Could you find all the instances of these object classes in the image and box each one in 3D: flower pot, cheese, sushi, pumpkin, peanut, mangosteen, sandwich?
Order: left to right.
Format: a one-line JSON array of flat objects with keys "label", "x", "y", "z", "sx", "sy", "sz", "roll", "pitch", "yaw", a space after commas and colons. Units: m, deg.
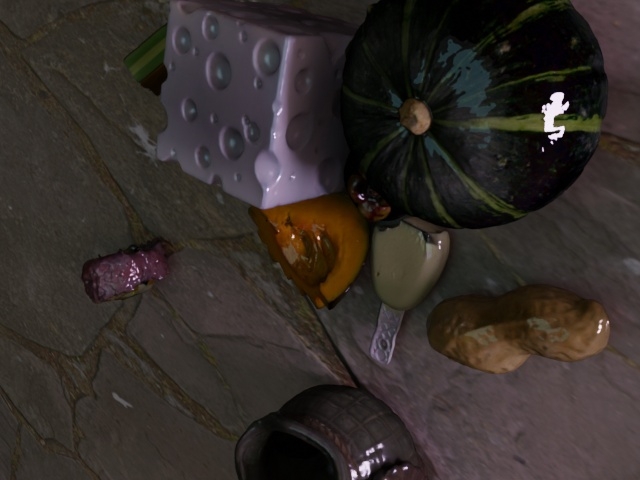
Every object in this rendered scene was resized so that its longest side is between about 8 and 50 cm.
[{"label": "sushi", "x": -0.426, "y": 0.072, "z": 1.584, "sx": 0.241, "sy": 0.161, "sz": 0.107, "roll": -11, "pitch": 95, "yaw": 42}, {"label": "sandwich", "x": -0.305, "y": -0.347, "z": 1.471, "sx": 0.116, "sy": 0.074, "sz": 0.074, "roll": -38, "pitch": 72, "yaw": 8}, {"label": "pumpkin", "x": 0.000, "y": 0.000, "z": 1.243, "sx": 0.254, "sy": 0.149, "sz": 0.130, "roll": 49, "pitch": 168, "yaw": 28}, {"label": "flower pot", "x": 0.022, "y": 0.388, "z": 1.228, "sx": 0.302, "sy": 0.213, "sz": 0.302, "roll": 12, "pitch": 109, "yaw": 40}, {"label": "mangosteen", "x": 0.088, "y": -0.087, "z": 1.094, "sx": 0.140, "sy": 0.140, "sz": 0.140, "roll": 13, "pitch": 109, "yaw": 40}, {"label": "cheese", "x": 0.114, "y": 0.078, "z": 1.172, "sx": 0.127, "sy": 0.050, "sz": 0.255, "roll": 31, "pitch": 120, "yaw": 32}, {"label": "pumpkin", "x": 0.175, "y": -0.169, "z": 0.920, "sx": 0.323, "sy": 0.241, "sz": 0.323, "roll": 10, "pitch": 107, "yaw": 34}, {"label": "peanut", "x": 0.259, "y": 0.116, "z": 1.021, "sx": 0.263, "sy": 0.101, "sz": 0.117, "roll": -17, "pitch": 115, "yaw": 41}]

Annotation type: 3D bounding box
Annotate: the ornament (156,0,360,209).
[{"label": "ornament", "x": -0.070, "y": -0.211, "z": 1.133, "sx": 0.240, "sy": 0.239, "sz": 0.240, "roll": 27, "pitch": 118, "yaw": 34}]
